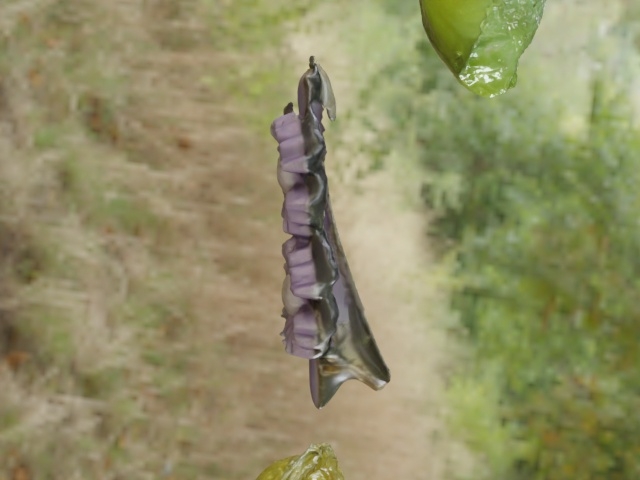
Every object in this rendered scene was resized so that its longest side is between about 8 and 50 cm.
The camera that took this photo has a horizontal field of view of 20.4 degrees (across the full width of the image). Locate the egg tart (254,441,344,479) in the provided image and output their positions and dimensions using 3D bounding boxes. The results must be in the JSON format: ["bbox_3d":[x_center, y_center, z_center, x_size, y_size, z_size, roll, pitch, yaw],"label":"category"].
[{"bbox_3d":[-0.022,0.182,1.193,0.105,0.039,0.105,-37,137,-46],"label":"egg tart"}]

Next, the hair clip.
[{"bbox_3d":[0.000,0.000,1.397,0.106,0.084,0.292,-105,-173,-73],"label":"hair clip"}]

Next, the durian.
[{"bbox_3d":[0.154,-0.240,1.532,0.101,0.139,0.250,31,60,-31],"label":"durian"}]
